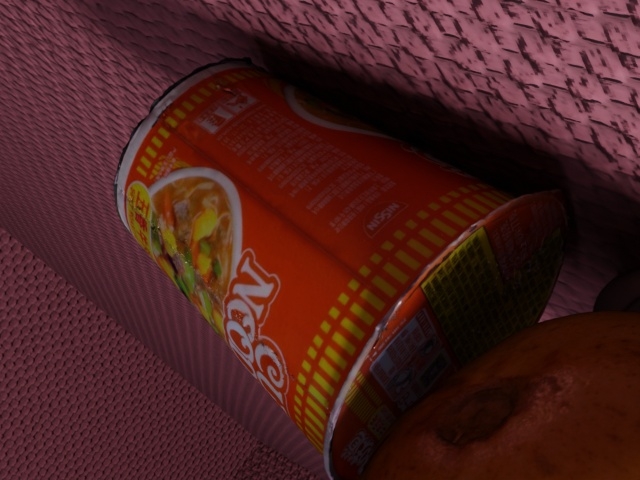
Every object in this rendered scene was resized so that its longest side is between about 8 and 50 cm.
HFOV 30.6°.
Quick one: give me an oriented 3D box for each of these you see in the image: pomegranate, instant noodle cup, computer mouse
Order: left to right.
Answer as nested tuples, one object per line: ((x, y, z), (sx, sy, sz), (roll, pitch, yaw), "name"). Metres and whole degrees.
((0.000, 0.000, 0.658), (0.212, 0.193, 0.193), (38, 169, 29), "instant noodle cup")
((0.143, 0.161, 0.555), (0.264, 0.264, 0.264), (33, 166, 9), "pomegranate")
((0.183, 0.047, 0.632), (0.066, 0.039, 0.096), (36, 166, -4), "computer mouse")
